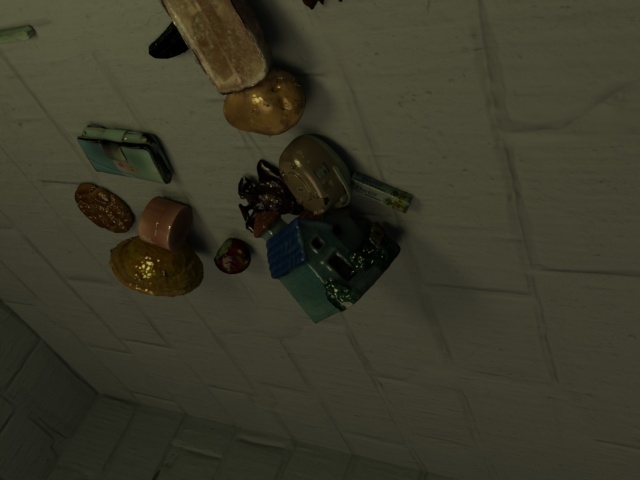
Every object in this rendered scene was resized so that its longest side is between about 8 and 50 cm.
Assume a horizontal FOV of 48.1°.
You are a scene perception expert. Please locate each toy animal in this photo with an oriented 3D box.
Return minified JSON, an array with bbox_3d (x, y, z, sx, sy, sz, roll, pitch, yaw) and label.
[{"bbox_3d":[-0.132,-0.118,1.960,0.179,0.116,0.219,4,120,-15],"label":"toy animal"}]

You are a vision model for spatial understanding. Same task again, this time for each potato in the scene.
[{"bbox_3d":[-0.138,-0.313,1.643,0.234,0.128,0.161,11,138,31],"label":"potato"}]

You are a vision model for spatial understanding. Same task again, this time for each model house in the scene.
[{"bbox_3d":[0.000,0.000,1.854,0.329,0.295,0.251,47,147,-1],"label":"model house"}]

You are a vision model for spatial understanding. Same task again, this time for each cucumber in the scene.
[{"bbox_3d":[-0.324,-0.464,1.642,0.070,0.046,0.220,34,146,-26],"label":"cucumber"}]

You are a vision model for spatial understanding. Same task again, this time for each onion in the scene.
[{"bbox_3d":[-0.273,0.056,2.248,0.118,0.119,0.117,40,140,-20],"label":"onion"}]

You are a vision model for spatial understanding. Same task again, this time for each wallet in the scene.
[{"bbox_3d":[-0.563,-0.245,2.068,0.250,0.075,0.176,12,147,19],"label":"wallet"}]

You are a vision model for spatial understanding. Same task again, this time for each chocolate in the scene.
[{"bbox_3d":[-0.211,-0.466,1.503,0.185,0.100,0.303,-6,125,44],"label":"chocolate"}]

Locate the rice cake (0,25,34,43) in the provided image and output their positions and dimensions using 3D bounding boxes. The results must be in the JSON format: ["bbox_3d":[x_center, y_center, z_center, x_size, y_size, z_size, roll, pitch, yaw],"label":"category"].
[{"bbox_3d":[-0.814,-0.537,1.876,0.170,0.033,0.029,2,143,31],"label":"rice cake"}]

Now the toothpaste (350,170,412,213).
[{"bbox_3d":[0.150,-0.120,1.796,0.164,0.034,0.046,23,143,5],"label":"toothpaste"}]

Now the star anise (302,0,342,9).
[{"bbox_3d":[-0.018,-0.509,1.360,0.167,0.057,0.168,17,145,12],"label":"star anise"}]

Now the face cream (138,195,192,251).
[{"bbox_3d":[-0.476,-0.051,2.202,0.104,0.149,0.149,19,146,12],"label":"face cream"}]

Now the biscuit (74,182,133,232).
[{"bbox_3d":[-0.726,-0.103,2.399,0.225,0.042,0.226,18,145,13],"label":"biscuit"}]

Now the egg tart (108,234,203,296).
[{"bbox_3d":[-0.516,0.052,2.287,0.318,0.319,0.128,21,118,8],"label":"egg tart"}]

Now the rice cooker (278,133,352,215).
[{"bbox_3d":[-0.013,-0.159,1.760,0.145,0.127,0.206,-12,113,58],"label":"rice cooker"}]
